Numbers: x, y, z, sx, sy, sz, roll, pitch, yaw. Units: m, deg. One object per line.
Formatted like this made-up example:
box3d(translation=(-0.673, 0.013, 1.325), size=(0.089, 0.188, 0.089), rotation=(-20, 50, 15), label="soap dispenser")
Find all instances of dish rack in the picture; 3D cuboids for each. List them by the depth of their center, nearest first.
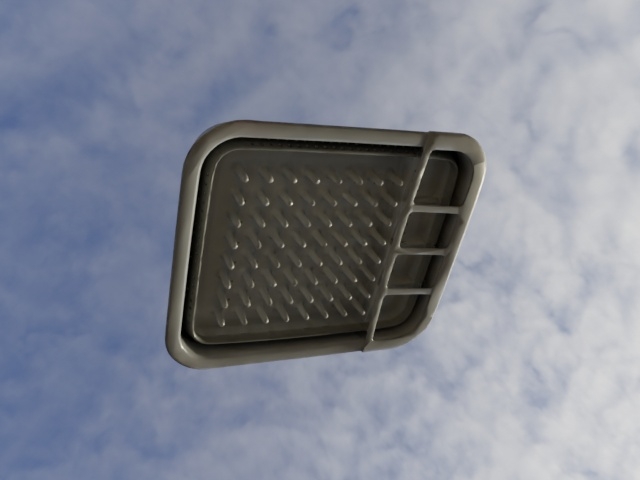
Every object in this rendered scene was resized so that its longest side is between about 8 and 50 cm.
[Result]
box3d(translation=(0.000, 0.000, 0.650), size=(0.333, 0.072, 0.285), rotation=(-2, -58, -26), label="dish rack")
